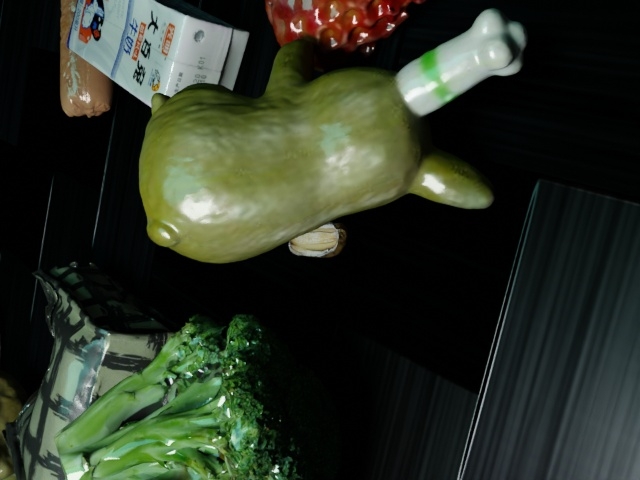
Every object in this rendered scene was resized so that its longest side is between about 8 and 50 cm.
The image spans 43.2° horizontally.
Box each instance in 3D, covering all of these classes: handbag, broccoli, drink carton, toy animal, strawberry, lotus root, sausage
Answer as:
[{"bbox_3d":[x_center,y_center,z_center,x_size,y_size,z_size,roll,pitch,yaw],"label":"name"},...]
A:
[{"bbox_3d":[-0.340,0.218,1.154,0.327,0.162,0.325,29,106,55],"label":"handbag"},{"bbox_3d":[-0.115,0.222,0.815,0.308,0.275,0.308,168,90,-73],"label":"broccoli"},{"bbox_3d":[-0.230,-0.270,1.094,0.315,0.106,0.131,38,116,44],"label":"drink carton"},{"bbox_3d":[0.013,-0.091,0.756,0.180,0.362,0.181,-91,-17,-66],"label":"toy animal"},{"bbox_3d":[0.009,-0.332,0.792,0.280,0.150,0.253,-39,61,38],"label":"strawberry"},{"bbox_3d":[0.002,0.000,0.863,0.083,0.030,0.037,-3,91,50],"label":"lotus root"},{"bbox_3d":[-0.366,-0.337,1.272,0.086,0.086,0.289,-8,81,49],"label":"sausage"}]

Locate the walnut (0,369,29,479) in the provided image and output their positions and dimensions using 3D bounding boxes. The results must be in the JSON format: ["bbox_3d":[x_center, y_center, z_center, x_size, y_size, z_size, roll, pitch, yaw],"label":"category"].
[{"bbox_3d":[-0.611,0.367,1.358,0.253,0.277,0.282,-19,99,23],"label":"walnut"}]

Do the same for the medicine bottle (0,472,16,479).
[{"bbox_3d":[-0.390,0.497,1.185,0.322,0.151,0.151,39,116,43],"label":"medicine bottle"}]
